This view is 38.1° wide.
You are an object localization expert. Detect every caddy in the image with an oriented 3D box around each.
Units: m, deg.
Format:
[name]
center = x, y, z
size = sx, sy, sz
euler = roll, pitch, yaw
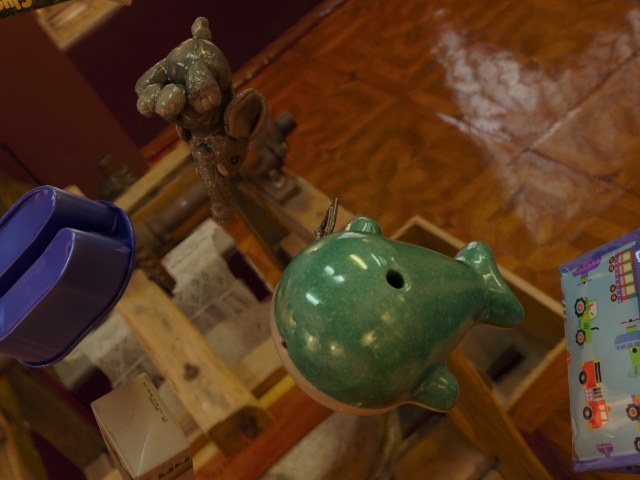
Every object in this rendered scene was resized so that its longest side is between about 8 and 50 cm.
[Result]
[caddy]
center = -0.474, 0.067, 1.644
size = 0.341, 0.179, 0.241
euler = -44, 53, 14

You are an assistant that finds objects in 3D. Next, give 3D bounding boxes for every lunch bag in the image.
[lunch bag]
center = 0.354, 0.092, 0.851
size = 0.293, 0.138, 0.221
euler = 129, 145, -66

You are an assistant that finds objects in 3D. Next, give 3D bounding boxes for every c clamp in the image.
[c clamp]
center = 0.000, 0.000, 1.672
size = 0.161, 0.022, 0.137
euler = -77, 10, -51

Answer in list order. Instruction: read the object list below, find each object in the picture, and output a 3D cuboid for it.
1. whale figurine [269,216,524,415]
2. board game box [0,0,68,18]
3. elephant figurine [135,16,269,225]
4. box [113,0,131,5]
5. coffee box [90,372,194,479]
[whale figurine]
center = 0.088, 0.058, 0.902
size = 0.272, 0.141, 0.216
euler = -12, 65, -27
[board game box]
center = -0.325, -0.255, 0.921
size = 0.259, 0.030, 0.136
euler = -11, 36, 9
[elephant figurine]
center = -0.167, -0.180, 1.443
size = 0.186, 0.239, 0.169
euler = -38, 40, 3
[box]
center = -0.294, -0.426, 1.071
size = 0.058, 0.322, 0.232
euler = 23, 98, 21
[coffee box]
center = -0.331, 0.399, 1.766
size = 0.119, 0.297, 0.168
euler = -29, 66, -20
